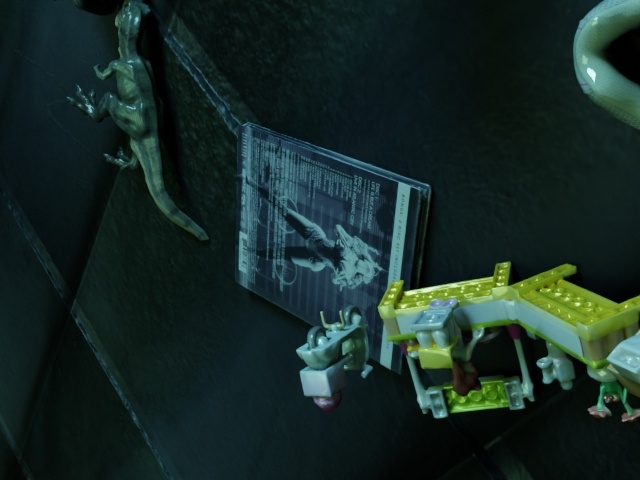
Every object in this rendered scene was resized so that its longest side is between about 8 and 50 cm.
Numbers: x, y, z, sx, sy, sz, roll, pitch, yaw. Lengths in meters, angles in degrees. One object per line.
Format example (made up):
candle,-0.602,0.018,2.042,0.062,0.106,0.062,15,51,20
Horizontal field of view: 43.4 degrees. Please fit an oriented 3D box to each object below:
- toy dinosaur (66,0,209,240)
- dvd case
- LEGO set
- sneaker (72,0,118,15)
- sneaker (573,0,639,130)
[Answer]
toy dinosaur,-0.199,-0.123,0.854,0.118,0.064,0.268,-3,105,41
dvd case,0.000,0.000,0.711,0.221,0.018,0.165,25,120,41
LEGO set,0.129,0.088,0.531,0.286,0.132,0.107,-3,111,42
sneaker,-0.271,-0.313,0.838,0.227,0.087,0.130,28,118,32
sneaker,0.226,-0.079,0.360,0.252,0.111,0.103,5,108,46
